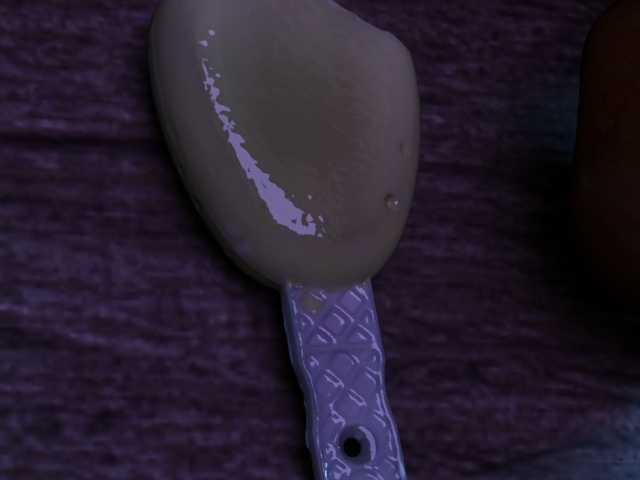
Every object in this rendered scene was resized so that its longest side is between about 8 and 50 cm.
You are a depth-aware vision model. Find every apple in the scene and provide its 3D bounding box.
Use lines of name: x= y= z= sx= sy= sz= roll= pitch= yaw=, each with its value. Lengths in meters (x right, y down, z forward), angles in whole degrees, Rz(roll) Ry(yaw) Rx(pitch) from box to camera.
apple: x=0.200 y=-0.034 z=0.742 sx=0.168 sy=0.181 sz=0.181 roll=6 pitch=64 yaw=8

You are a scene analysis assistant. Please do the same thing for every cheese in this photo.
cheese: x=0.000 y=0.000 z=0.713 sx=0.127 sy=0.050 sz=0.255 roll=-4 pitch=72 yaw=-25
